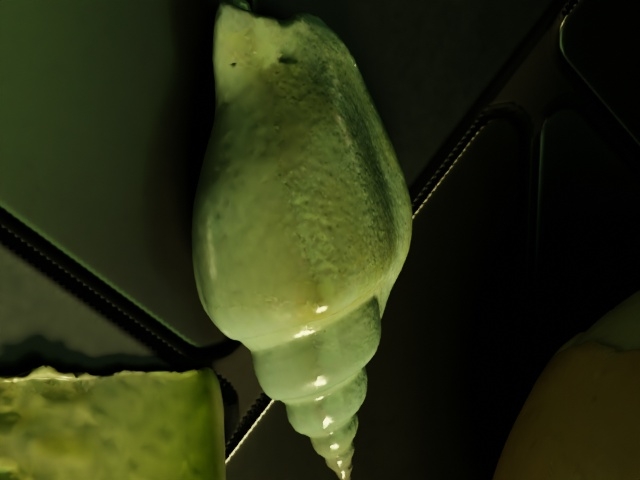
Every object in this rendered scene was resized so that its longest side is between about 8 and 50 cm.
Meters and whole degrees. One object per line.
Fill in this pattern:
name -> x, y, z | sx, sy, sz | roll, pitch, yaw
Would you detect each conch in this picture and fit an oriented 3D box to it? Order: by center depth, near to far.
conch -> 0.001, 0.002, 0.448 | 0.088, 0.065, 0.180 | -15, 108, -23

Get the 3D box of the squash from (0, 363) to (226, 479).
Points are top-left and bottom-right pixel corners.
squash -> -0.118, 0.162, 0.387 | 0.236, 0.155, 0.204 | -3, 110, -28

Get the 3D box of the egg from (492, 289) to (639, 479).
egg -> 0.161, 0.120, 0.498 | 0.201, 0.201, 0.244 | 27, 94, -34
